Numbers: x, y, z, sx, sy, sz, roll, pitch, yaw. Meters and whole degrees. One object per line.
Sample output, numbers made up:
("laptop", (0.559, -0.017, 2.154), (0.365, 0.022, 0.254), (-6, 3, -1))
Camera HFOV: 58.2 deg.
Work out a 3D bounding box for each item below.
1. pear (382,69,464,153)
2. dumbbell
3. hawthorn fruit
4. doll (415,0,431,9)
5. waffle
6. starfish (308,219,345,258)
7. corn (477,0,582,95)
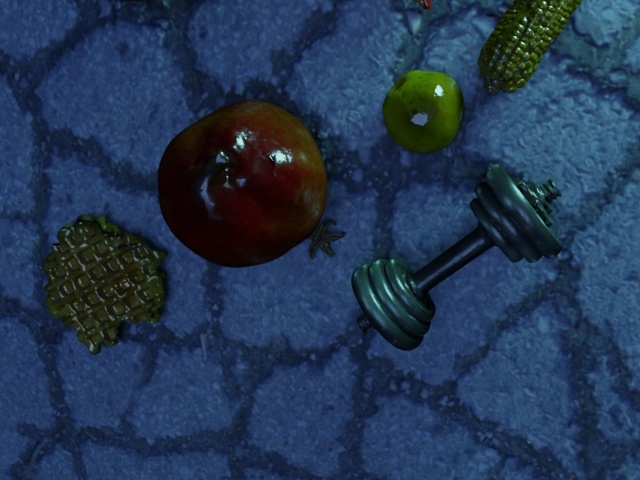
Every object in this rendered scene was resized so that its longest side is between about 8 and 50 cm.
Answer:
("pear", (0.172, -0.214, 0.958), (0.141, 0.104, 0.141), (3, 108, 9))
("dumbbell", (0.222, 0.034, 0.971), (0.406, 0.179, 0.179), (-39, 93, 19))
("hawthorn fruit", (-0.134, -0.084, 0.962), (0.295, 0.311, 0.295), (9, 118, 18))
("doll", (0.131, -0.462, 0.926), (0.169, 0.057, 0.109), (38, 126, 16))
("waffle", (-0.455, 0.094, 1.214), (0.281, 0.058, 0.301), (41, 111, 2))
("starfish", (0.000, 0.000, 1.094), (0.078, 0.028, 0.091), (31, 114, 1))
("corn", (0.351, -0.367, 0.876), (0.097, 0.097, 0.320), (35, 108, 2))
